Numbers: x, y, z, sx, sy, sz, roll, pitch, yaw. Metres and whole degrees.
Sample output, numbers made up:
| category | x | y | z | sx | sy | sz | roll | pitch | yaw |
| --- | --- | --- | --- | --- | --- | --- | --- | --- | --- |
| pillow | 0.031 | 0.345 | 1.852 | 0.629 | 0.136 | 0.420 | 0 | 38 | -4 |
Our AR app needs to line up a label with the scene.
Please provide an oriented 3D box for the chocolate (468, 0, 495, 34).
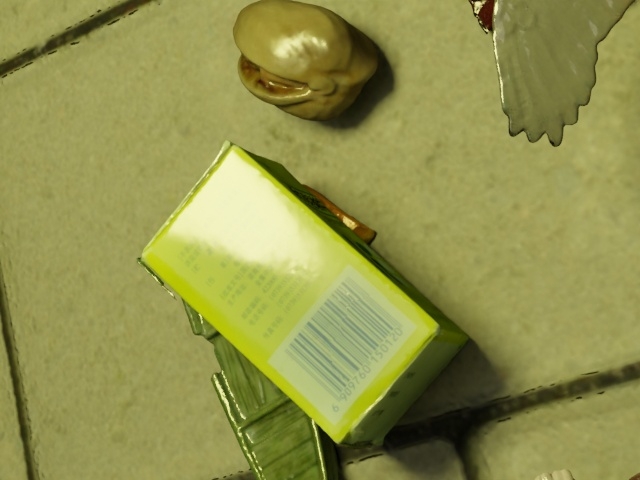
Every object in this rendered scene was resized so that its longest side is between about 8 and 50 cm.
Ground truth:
| category | x | y | z | sx | sy | sz | roll | pitch | yaw |
| --- | --- | --- | --- | --- | --- | --- | --- | --- | --- |
| chocolate | 0.129 | -0.272 | 1.344 | 0.086 | 0.028 | 0.182 | -40 | 67 | 27 |

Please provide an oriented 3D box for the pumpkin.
| category | x | y | z | sx | sy | sz | roll | pitch | yaw |
| --- | --- | --- | --- | --- | --- | --- | --- | --- | --- |
| pumpkin | -0.002 | 0.000 | 1.401 | 0.101 | 0.035 | 0.073 | 31 | 105 | 29 |

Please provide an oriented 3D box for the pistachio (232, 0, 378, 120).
| category | x | y | z | sx | sy | sz | roll | pitch | yaw |
| --- | --- | --- | --- | --- | --- | --- | --- | --- | --- |
| pistachio | -0.019 | -0.170 | 1.390 | 0.149 | 0.113 | 0.113 | 40 | 107 | 37 |

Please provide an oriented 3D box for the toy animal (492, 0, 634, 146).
| category | x | y | z | sx | sy | sz | roll | pitch | yaw |
| --- | --- | --- | --- | --- | --- | --- | --- | --- | --- |
| toy animal | 0.271 | -0.228 | 1.107 | 0.284 | 0.225 | 0.302 | 4 | 119 | 21 |

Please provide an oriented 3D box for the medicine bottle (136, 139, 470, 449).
| category | x | y | z | sx | sy | sz | roll | pitch | yaw |
| --- | --- | --- | --- | --- | --- | --- | --- | --- | --- |
| medicine bottle | -0.013 | 0.048 | 1.305 | 0.250 | 0.137 | 0.141 | 43 | 99 | 16 |

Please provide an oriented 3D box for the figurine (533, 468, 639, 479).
| category | x | y | z | sx | sy | sz | roll | pitch | yaw |
| --- | --- | --- | --- | --- | --- | --- | --- | --- | --- |
| figurine | 0.239 | 0.256 | 1.172 | 0.240 | 0.116 | 0.174 | -23 | 71 | 36 |

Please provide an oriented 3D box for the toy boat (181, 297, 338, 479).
| category | x | y | z | sx | sy | sz | roll | pitch | yaw |
| --- | --- | --- | --- | --- | --- | --- | --- | --- | --- |
| toy boat | -0.050 | 0.140 | 1.407 | 0.093 | 0.055 | 0.293 | -34 | 68 | 25 |
